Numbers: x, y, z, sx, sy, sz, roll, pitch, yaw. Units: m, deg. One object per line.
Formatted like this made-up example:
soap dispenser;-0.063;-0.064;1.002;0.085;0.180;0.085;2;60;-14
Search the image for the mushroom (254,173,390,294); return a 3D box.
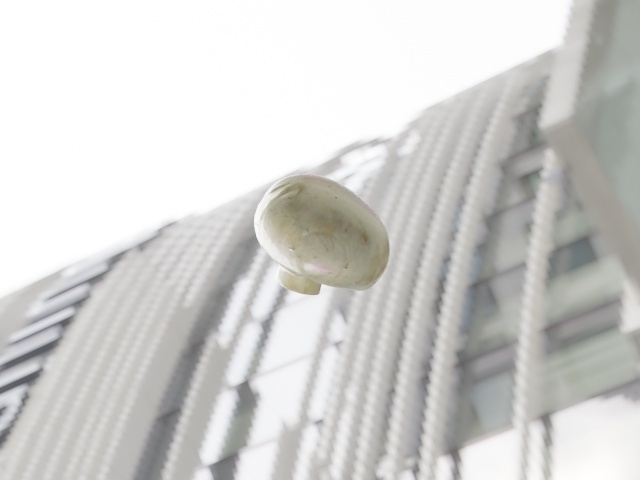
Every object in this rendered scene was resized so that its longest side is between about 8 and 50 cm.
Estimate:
mushroom;0.000;0.000;1.147;0.083;0.067;0.083;24;-167;-6
